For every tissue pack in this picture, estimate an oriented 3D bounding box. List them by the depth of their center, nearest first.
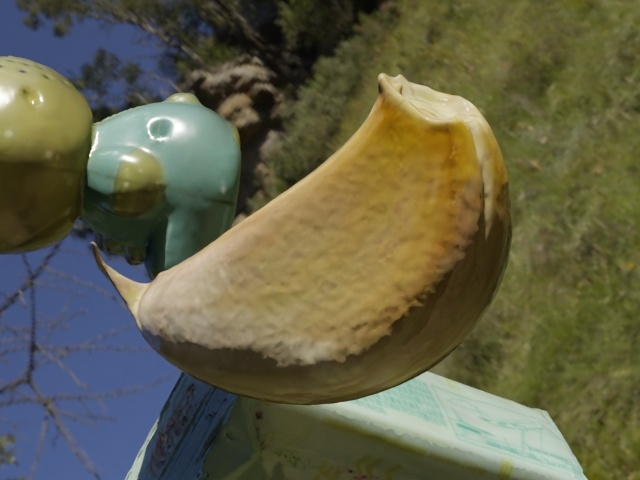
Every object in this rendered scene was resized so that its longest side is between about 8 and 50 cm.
[{"bbox_3d":[0.022,0.255,1.111,0.388,0.162,0.287,22,-72,-25],"label":"tissue pack"}]

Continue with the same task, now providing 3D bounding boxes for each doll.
[{"bbox_3d":[-0.203,-0.059,0.946,0.260,0.177,0.161,11,-84,-13],"label":"doll"}]

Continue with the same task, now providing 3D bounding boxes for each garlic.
[{"bbox_3d":[0.003,0.013,0.666,0.245,0.145,0.164,-29,-70,17],"label":"garlic"}]
